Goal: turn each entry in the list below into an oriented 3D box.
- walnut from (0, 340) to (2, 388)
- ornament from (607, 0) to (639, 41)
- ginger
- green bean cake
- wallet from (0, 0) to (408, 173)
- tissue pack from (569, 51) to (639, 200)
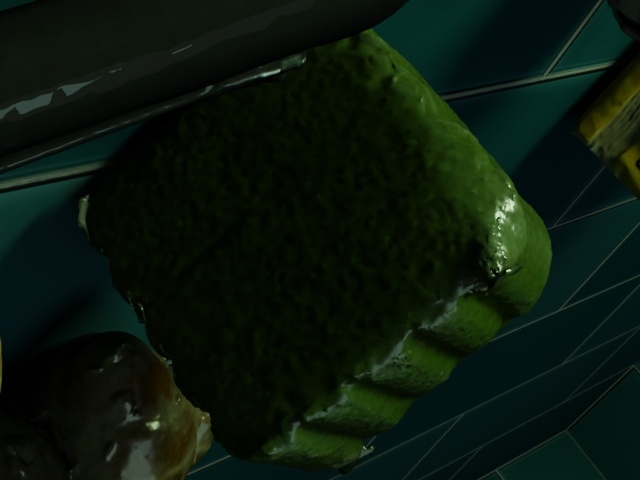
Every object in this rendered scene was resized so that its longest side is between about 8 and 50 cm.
[{"bbox_3d":[-0.274,0.080,0.628,0.197,0.165,0.165,-20,153,-31],"label":"walnut"},{"bbox_3d":[0.319,-0.228,0.912,0.177,0.177,0.177,-31,158,-14],"label":"ornament"},{"bbox_3d":[-0.224,0.181,0.906,0.375,0.176,0.256,-15,134,-43],"label":"ginger"},{"bbox_3d":[0.000,0.000,0.775,0.250,0.247,0.156,-41,157,9],"label":"green bean cake"},{"bbox_3d":[-0.163,-0.058,0.551,0.406,0.062,0.228,-24,-176,-28],"label":"wallet"},{"bbox_3d":[0.505,-0.183,1.209,0.293,0.228,0.382,-9,146,-54],"label":"tissue pack"}]
